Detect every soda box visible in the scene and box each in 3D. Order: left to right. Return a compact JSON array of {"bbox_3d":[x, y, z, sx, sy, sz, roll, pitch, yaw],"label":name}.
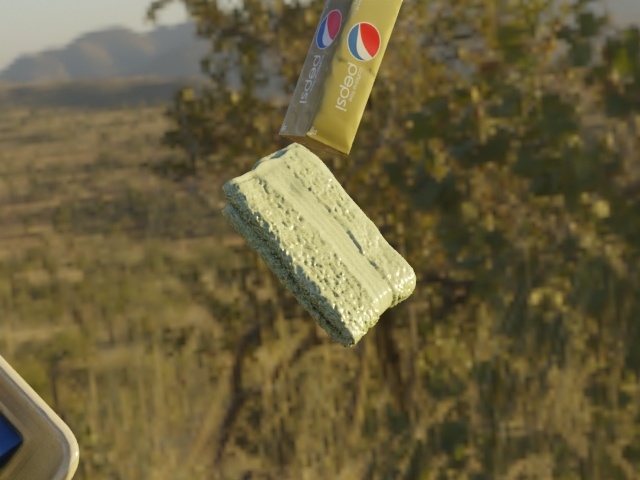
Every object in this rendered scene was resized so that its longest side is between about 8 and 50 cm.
[{"bbox_3d":[0.022,-0.184,1.644,0.058,0.181,0.061,21,-5,-29],"label":"soda box"}]

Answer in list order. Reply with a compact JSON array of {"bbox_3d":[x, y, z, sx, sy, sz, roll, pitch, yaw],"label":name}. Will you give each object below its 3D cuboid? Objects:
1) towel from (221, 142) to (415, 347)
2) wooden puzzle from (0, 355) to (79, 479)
[{"bbox_3d":[0.000,0.000,1.129,0.027,0.148,0.110,-39,0,42],"label":"towel"},{"bbox_3d":[-0.417,0.177,1.467,0.080,0.348,0.322,-29,-17,-53],"label":"wooden puzzle"}]
